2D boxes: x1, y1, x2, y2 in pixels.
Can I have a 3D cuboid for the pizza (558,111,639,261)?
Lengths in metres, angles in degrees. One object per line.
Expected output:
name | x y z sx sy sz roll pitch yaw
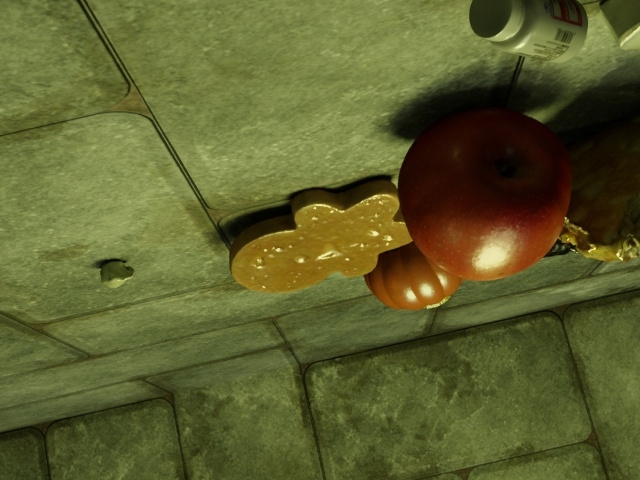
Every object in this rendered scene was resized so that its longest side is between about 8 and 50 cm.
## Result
pizza | 0.465 -0.065 1.517 0.440 0.130 0.406 -25 -157 32

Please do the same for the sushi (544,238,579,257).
sushi | 0.439 -0.036 1.959 0.115 0.147 0.212 -14 -177 -19

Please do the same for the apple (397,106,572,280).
apple | 0.251 -0.074 1.414 0.260 0.260 0.216 -9 160 -14

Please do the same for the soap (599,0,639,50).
soap | 0.455 -0.289 1.173 0.183 0.064 0.121 -5 162 -28

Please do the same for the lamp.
lamp | 0.191 0.039 1.879 0.223 0.196 0.223 -24 -155 12

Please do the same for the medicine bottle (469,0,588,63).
medicine bottle | 0.240 -0.254 1.095 0.140 0.079 0.079 2 159 -41

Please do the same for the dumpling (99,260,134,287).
dumpling | -0.383 0.066 1.780 0.057 0.052 0.076 10 153 -28

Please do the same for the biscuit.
biscuit | 0.000 -0.002 1.740 0.355 0.052 0.275 -24 143 18

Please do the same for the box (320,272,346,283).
box | -0.006 0.033 1.941 0.155 0.067 0.243 -13 164 5
